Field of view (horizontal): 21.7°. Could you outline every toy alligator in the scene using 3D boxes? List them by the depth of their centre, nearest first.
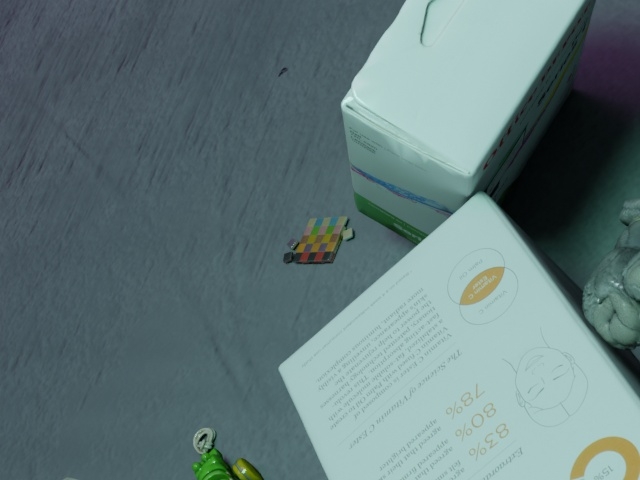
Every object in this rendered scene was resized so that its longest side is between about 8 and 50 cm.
[{"bbox_3d":[-0.089,0.210,1.459,0.056,0.051,0.190,-46,37,4],"label":"toy alligator"}]

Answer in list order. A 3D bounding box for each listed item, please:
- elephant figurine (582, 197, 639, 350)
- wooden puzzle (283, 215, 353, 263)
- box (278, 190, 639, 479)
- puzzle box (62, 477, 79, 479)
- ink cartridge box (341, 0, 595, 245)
[{"bbox_3d":[0.296,0.083,1.120,0.169,0.239,0.186,-30,12,48],"label":"elephant figurine"},{"bbox_3d":[0.000,0.000,1.592,0.083,0.006,0.049,-2,57,45],"label":"wooden puzzle"},{"bbox_3d":[0.143,0.163,1.169,0.215,0.168,0.345,-41,37,10],"label":"box"},{"bbox_3d":[-0.227,0.291,1.269,0.272,0.052,0.409,-32,13,-24],"label":"puzzle box"},{"bbox_3d":[0.120,-0.118,1.348,0.117,0.278,0.201,31,79,10],"label":"ink cartridge box"}]
